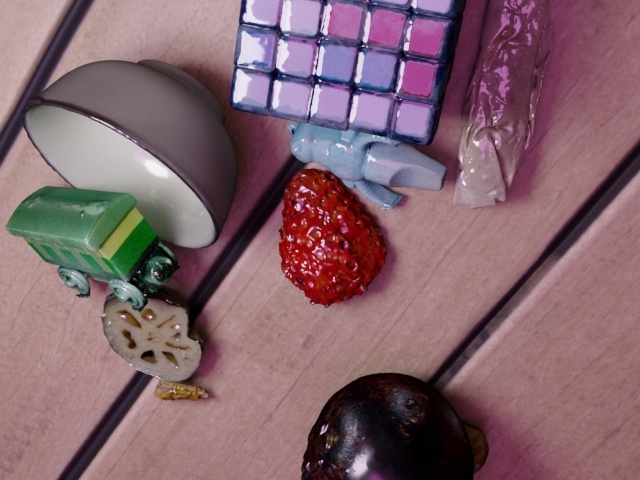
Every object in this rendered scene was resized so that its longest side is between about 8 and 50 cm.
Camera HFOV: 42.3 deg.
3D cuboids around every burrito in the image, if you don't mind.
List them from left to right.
[{"bbox_3d":[0.284,-0.233,1.273,0.117,0.076,0.392,10,108,8],"label":"burrito"}]

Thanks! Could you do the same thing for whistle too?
[{"bbox_3d":[0.070,-0.140,1.326,0.274,0.093,0.186,20,152,14],"label":"whistle"}]

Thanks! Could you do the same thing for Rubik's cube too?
[{"bbox_3d":[0.056,-0.318,1.183,0.292,0.293,0.286,12,109,6],"label":"Rubik's cube"}]

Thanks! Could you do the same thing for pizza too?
[{"bbox_3d":[-0.277,0.282,1.540,0.123,0.108,0.026,-4,66,22],"label":"pizza"}]

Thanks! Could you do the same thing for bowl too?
[{"bbox_3d":[-0.272,-0.163,1.320,0.354,0.354,0.185,28,67,2],"label":"bowl"}]

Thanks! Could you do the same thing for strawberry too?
[{"bbox_3d":[0.000,0.000,1.387,0.190,0.111,0.236,-16,102,18],"label":"strawberry"}]

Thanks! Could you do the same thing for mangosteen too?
[{"bbox_3d":[0.123,0.382,1.383,0.330,0.330,0.330,3,107,11],"label":"mangosteen"}]

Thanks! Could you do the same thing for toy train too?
[{"bbox_3d":[-0.380,0.008,1.400,0.301,0.120,0.202,7,142,42],"label":"toy train"}]

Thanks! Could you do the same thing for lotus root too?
[{"bbox_3d":[-0.295,0.157,1.518,0.204,0.078,0.183,21,122,9],"label":"lotus root"}]
